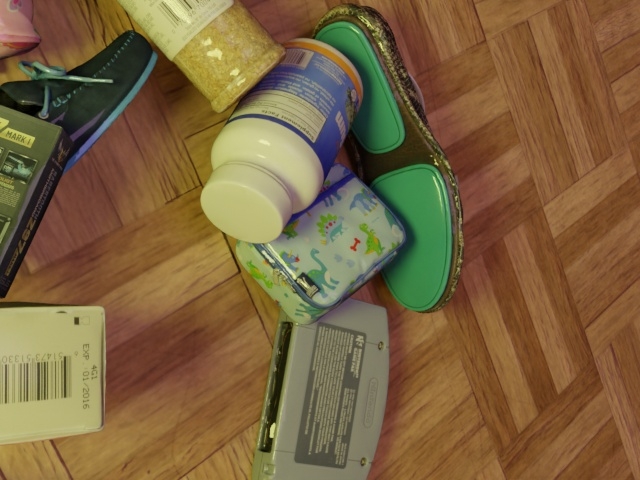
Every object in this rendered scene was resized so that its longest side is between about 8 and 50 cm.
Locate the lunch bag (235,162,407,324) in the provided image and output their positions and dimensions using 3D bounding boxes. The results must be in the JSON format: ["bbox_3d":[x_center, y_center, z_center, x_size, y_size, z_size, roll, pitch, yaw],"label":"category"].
[{"bbox_3d":[0.000,0.000,1.231,0.219,0.090,0.176,-35,80,-35],"label":"lunch bag"}]

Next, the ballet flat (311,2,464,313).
[{"bbox_3d":[0.130,-0.136,1.345,0.182,0.164,0.482,-35,108,-56],"label":"ballet flat"}]

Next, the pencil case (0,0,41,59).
[{"bbox_3d":[-0.386,-0.333,0.955,0.124,0.124,0.284,-12,95,-38],"label":"pencil case"}]

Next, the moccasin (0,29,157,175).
[{"bbox_3d":[-0.320,-0.136,0.986,0.117,0.138,0.342,46,60,-22],"label":"moccasin"}]

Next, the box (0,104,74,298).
[{"bbox_3d":[-0.397,-0.066,0.884,0.233,0.059,0.183,19,78,1],"label":"box"}]

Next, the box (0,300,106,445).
[{"bbox_3d":[-0.336,0.128,0.892,0.149,0.232,0.126,1,87,-38],"label":"box"}]

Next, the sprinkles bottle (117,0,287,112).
[{"bbox_3d":[-0.199,-0.321,1.051,0.355,0.121,0.121,48,59,-10],"label":"sprinkles bottle"}]

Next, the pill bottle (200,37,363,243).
[{"bbox_3d":[-0.052,-0.130,1.154,0.152,0.152,0.272,46,49,-27],"label":"pill bottle"}]

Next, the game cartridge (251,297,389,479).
[{"bbox_3d":[0.011,0.228,1.278,0.198,0.062,0.297,20,75,-40],"label":"game cartridge"}]
